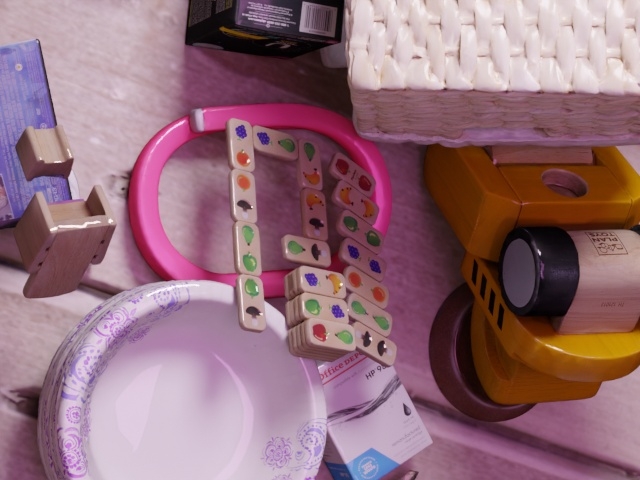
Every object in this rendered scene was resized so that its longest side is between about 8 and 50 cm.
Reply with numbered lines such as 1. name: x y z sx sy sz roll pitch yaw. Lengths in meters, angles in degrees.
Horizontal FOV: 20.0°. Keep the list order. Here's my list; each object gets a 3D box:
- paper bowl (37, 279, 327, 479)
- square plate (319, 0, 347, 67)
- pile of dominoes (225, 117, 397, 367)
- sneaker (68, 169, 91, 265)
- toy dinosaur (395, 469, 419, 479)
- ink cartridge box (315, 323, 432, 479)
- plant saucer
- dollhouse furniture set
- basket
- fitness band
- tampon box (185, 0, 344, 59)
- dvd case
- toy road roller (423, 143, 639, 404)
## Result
1. paper bowl: -0.147 0.183 1.846 0.284 0.148 0.284 1 86 -23
2. square plate: 0.134 -0.374 2.044 0.347 0.049 0.344 -7 90 -23
3. pile of dominoes: 0.000 0.000 1.863 0.196 0.040 0.251 12 62 -35
4. sneaker: -0.274 -0.037 1.853 0.061 0.053 0.152 -22 97 -20
5. toy dinosaur: 0.027 0.369 1.960 0.118 0.064 0.268 19 80 -36
6. ink cartridge box: 0.030 0.168 1.969 0.104 0.060 0.180 -32 100 -21
7. plant saucer: 0.204 0.122 2.063 0.168 0.029 0.169 1 86 -22
8. dollhouse furniture set: -0.398 -0.066 1.751 0.286 0.198 0.303 -8 60 -31
9. basket: 0.186 -0.270 1.830 0.328 0.266 0.331 2 86 7
10. fitness band: -0.061 -0.042 1.944 0.290 0.054 0.209 -4 90 -22
11. tampon box: -0.057 -0.253 1.896 0.120 0.161 0.102 7 85 -21
12. dvd case: -0.384 -0.088 1.796 0.253 0.022 0.180 -12 93 -10
13. toy road roller: 0.240 0.030 1.992 0.202 0.329 0.241 -1 129 -23
